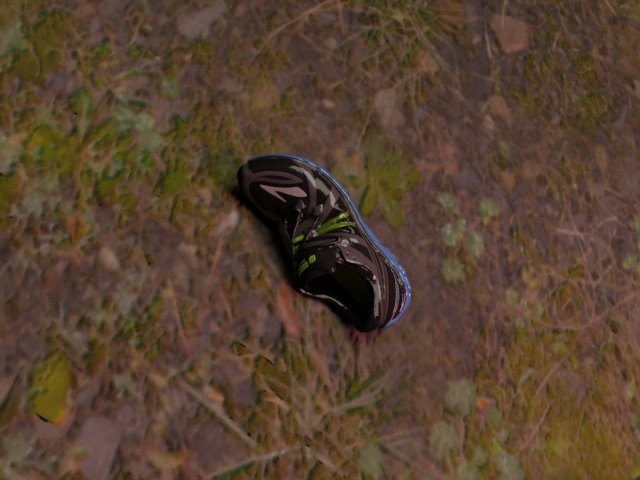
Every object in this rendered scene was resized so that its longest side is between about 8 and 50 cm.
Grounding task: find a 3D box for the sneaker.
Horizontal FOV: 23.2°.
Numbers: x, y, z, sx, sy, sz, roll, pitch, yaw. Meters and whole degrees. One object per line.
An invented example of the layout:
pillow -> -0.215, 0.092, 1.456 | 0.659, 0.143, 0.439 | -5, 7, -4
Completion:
sneaker -> 0.000, 0.000, 1.319 | 0.188, 0.067, 0.078 | 49, 35, 3
